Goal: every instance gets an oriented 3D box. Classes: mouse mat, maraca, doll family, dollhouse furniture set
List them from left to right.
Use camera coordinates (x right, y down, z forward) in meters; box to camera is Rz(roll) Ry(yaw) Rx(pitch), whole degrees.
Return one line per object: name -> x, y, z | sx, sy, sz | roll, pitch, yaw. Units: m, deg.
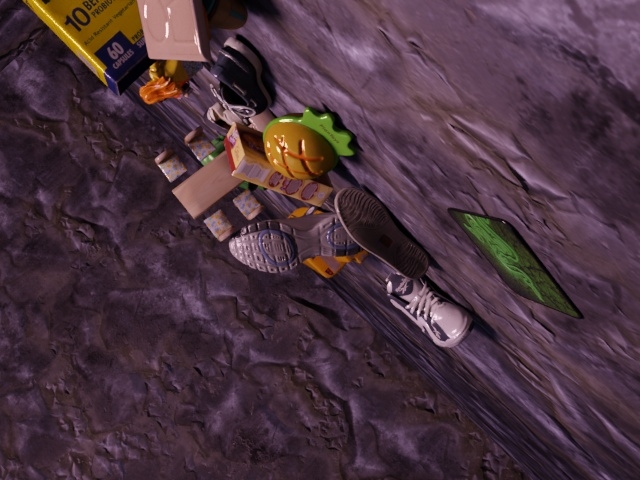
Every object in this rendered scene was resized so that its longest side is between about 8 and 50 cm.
doll family -> -0.327, -0.363, 1.336 | 0.118, 0.163, 0.263 | 35, 168, 51
dollhouse furniture set -> -0.181, -0.146, 1.403 | 0.212, 0.242, 0.161 | 52, 172, -7
maraca -> -0.021, -0.156, 1.110 | 0.127, 0.099, 0.186 | 38, 151, -23
mouse mat -> 0.260, 0.029, 0.940 | 0.189, 0.007, 0.153 | 48, 172, -20

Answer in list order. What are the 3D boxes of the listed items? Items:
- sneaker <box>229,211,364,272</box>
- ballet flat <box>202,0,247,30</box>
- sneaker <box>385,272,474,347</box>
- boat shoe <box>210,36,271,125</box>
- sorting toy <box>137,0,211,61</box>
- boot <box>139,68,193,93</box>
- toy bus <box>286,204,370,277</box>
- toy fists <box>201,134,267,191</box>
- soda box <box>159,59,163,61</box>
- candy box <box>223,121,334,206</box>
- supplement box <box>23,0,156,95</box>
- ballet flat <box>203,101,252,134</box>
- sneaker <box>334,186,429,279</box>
sneaker -> -0.044, -0.003, 1.466 | 0.129, 0.297, 0.110 | -124, 29, -77
ballet flat -> -0.187, -0.354, 1.002 | 0.073, 0.080, 0.232 | 8, -153, -48
sneaker -> 0.205, 0.125, 1.416 | 0.153, 0.094, 0.235 | 38, -174, -22
boat shoe -> -0.141, -0.263, 1.204 | 0.095, 0.079, 0.254 | 39, 174, 1
sorting toy -> -0.203, -0.342, 0.929 | 0.208, 0.038, 0.192 | 24, 127, 53
boot -> -0.440, -0.476, 1.710 | 0.229, 0.091, 0.263 | 27, 166, 50
toy bus -> 0.000, 0.000, 1.704 | 0.108, 0.130, 0.333 | 47, 172, -21
toy fists -> -0.192, -0.188, 1.644 | 0.142, 0.096, 0.279 | 25, -171, 5
soda box -> -0.362, -0.432, 1.572 | 0.060, 0.053, 0.169 | 38, 171, 39
candy box -> -0.075, -0.135, 1.240 | 0.187, 0.053, 0.109 | 17, -147, -30
supplement box -> -0.398, -0.444, 1.146 | 0.356, 0.194, 0.195 | 46, 173, -14
ballet flat -> -0.208, -0.275, 1.562 | 0.203, 0.074, 0.074 | 37, 169, 38
sneaker -> 0.097, -0.012, 1.296 | 0.222, 0.083, 0.118 | 45, 173, -14
